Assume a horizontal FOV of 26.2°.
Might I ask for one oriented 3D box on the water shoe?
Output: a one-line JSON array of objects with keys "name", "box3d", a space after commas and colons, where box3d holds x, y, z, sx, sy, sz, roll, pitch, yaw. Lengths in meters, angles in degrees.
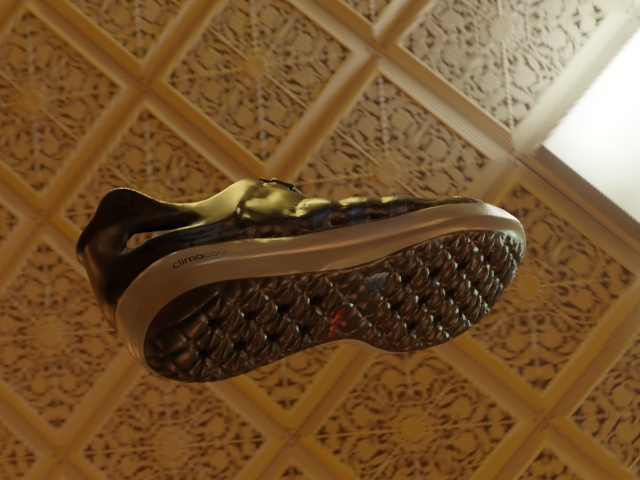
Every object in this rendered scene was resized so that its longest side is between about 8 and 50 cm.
[{"name": "water shoe", "box3d": [0.000, 0.000, 0.555, 0.080, 0.203, 0.073, 49, -54, 34]}]
